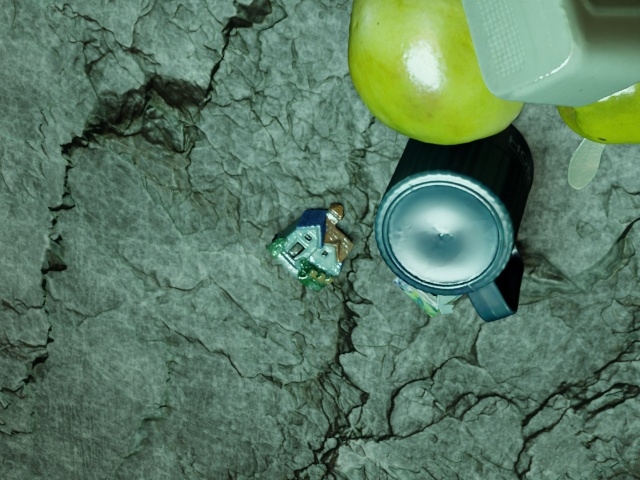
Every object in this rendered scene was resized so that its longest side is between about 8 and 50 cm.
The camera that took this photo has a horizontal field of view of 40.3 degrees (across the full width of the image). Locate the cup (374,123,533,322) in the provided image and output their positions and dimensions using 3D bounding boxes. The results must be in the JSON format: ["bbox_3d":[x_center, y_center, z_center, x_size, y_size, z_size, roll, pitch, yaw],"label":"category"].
[{"bbox_3d":[0.232,-0.041,1.506,0.242,0.292,0.308,6,117,15],"label":"cup"}]

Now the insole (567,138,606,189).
[{"bbox_3d":[0.477,-0.156,1.534,0.053,0.002,0.152,25,121,5],"label":"insole"}]

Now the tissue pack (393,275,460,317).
[{"bbox_3d":[0.210,0.088,1.703,0.111,0.079,0.085,43,121,-7],"label":"tissue pack"}]

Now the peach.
[{"bbox_3d":[0.184,-0.307,1.377,0.314,0.281,0.315,13,133,12],"label":"peach"}]

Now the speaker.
[{"bbox_3d":[0.289,-0.385,1.164,0.183,0.184,0.406,-22,80,51],"label":"speaker"}]

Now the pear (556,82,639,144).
[{"bbox_3d":[0.482,-0.286,1.311,0.294,0.294,0.294,8,118,14],"label":"pear"}]

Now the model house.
[{"bbox_3d":[0.000,0.000,1.715,0.148,0.119,0.149,43,113,-6],"label":"model house"}]

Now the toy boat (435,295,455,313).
[{"bbox_3d":[0.253,0.059,1.661,0.105,0.034,0.149,-15,83,-15],"label":"toy boat"}]
